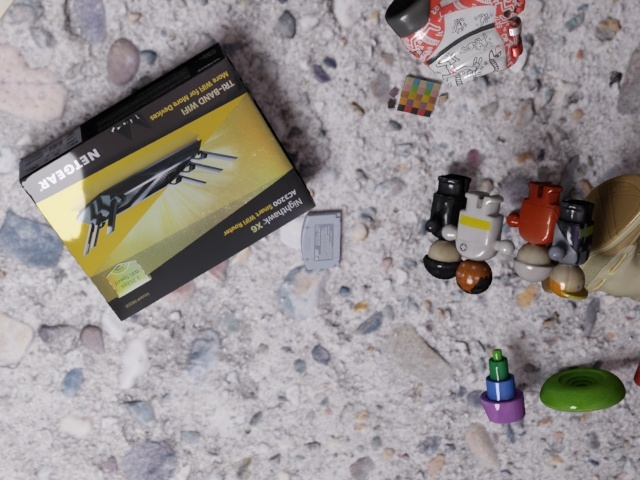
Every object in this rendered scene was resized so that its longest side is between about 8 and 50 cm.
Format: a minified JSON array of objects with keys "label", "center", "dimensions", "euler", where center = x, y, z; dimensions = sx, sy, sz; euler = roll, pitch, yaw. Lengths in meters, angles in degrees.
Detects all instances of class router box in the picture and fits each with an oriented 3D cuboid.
[{"label":"router box","center":[-0.198,-0.074,1.688],"dimensions":[0.309,0.081,0.243],"euler":[-31,117,2]}]

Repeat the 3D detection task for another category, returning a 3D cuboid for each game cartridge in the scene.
[{"label":"game cartridge","center":[0.000,0.000,1.803],"dimensions":[0.056,0.017,0.083],"euler":[-5,114,-15]}]

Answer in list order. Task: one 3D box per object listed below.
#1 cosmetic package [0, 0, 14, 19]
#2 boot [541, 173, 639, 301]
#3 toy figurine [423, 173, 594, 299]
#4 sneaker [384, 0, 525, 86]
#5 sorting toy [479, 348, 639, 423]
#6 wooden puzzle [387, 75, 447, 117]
[{"label":"cosmetic package","center":[-0.409,-0.350,1.502],"dimensions":[0.160,0.113,0.309],"euler":[33,104,-23]},{"label":"boot","center":[0.456,0.007,1.821],"dimensions":[0.203,0.095,0.262],"euler":[10,143,-18]},{"label":"toy figurine","center":[0.255,0.002,1.752],"dimensions":[0.213,0.209,0.148],"euler":[4,102,-13]},{"label":"sneaker","center":[0.223,-0.303,1.562],"dimensions":[0.270,0.090,0.145],"euler":[-38,116,12]},{"label":"sorting toy","center":[0.409,0.173,1.923],"dimensions":[0.366,0.127,0.126],"euler":[-10,105,-10]},{"label":"wooden puzzle","center":[0.132,-0.195,1.751],"dimensions":[0.083,0.006,0.049],"euler":[11,111,-17]}]
